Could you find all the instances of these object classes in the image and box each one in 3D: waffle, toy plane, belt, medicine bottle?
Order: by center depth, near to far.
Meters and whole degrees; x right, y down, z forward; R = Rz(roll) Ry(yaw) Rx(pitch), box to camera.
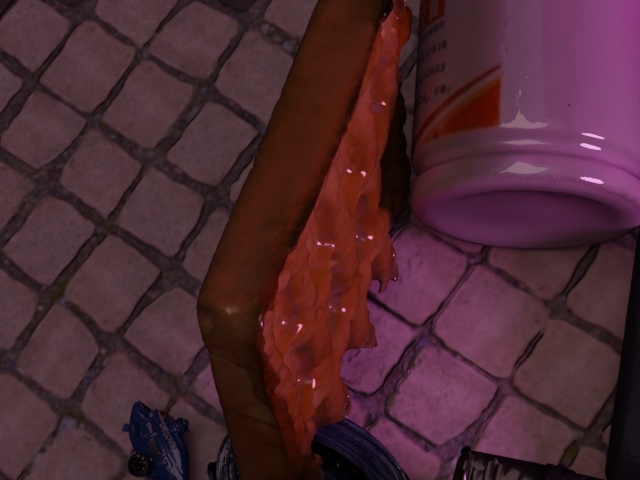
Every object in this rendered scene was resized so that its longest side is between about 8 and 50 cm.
[{"bbox_3d":[0.000,0.000,1.133,0.077,0.304,0.348,11,58,14],"label":"waffle"},{"bbox_3d":[-0.006,0.219,1.220,0.190,0.082,0.141,31,78,22],"label":"belt"},{"bbox_3d":[0.183,-0.167,1.223,0.202,0.202,0.316,0,73,16],"label":"medicine bottle"},{"bbox_3d":[-0.127,0.207,1.266,0.062,0.054,0.167,-39,61,11],"label":"toy plane"}]

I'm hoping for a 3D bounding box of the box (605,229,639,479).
[{"bbox_3d":[0.324,0.104,1.153,0.160,0.050,0.230,6,86,26],"label":"box"}]

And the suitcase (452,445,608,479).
[{"bbox_3d":[0.140,0.338,1.065,0.152,0.229,0.335,15,77,11],"label":"suitcase"}]
